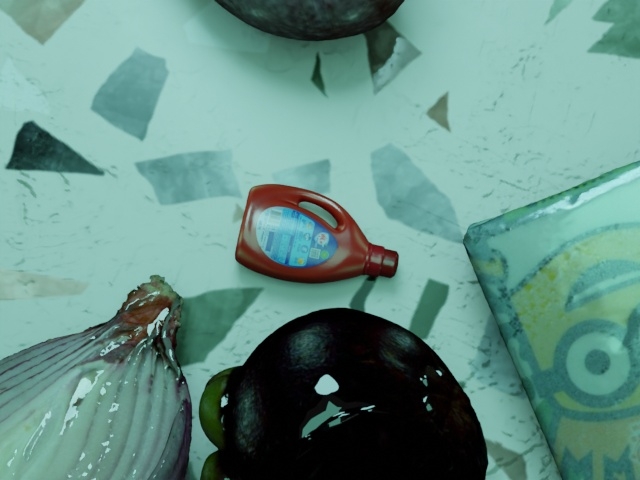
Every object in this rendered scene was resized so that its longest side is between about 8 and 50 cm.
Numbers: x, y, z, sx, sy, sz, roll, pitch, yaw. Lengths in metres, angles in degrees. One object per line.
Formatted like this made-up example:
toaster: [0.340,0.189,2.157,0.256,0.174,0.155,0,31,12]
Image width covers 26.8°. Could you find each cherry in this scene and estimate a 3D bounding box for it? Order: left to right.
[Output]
cherry: [-0.022,-0.315,1.334,0.300,0.203,0.230,9,89,9]

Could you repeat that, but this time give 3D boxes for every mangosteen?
mangosteen: [0.010,0.208,1.245,0.287,0.233,0.288,-5,109,-14]

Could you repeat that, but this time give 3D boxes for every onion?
onion: [-0.223,0.205,1.285,0.267,0.159,0.349,24,53,27]

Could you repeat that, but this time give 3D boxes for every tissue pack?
tissue pack: [0.300,0.090,1.300,0.228,0.128,0.311,-22,83,13]

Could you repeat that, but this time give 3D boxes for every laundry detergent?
laundry detergent: [0.000,0.000,1.368,0.165,0.049,0.097,13,78,-2]
